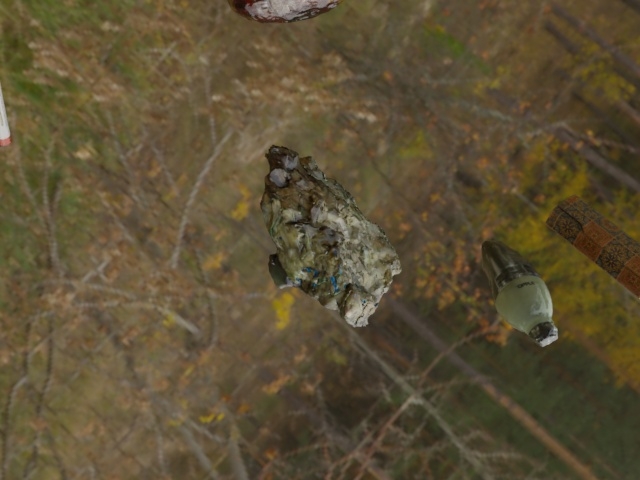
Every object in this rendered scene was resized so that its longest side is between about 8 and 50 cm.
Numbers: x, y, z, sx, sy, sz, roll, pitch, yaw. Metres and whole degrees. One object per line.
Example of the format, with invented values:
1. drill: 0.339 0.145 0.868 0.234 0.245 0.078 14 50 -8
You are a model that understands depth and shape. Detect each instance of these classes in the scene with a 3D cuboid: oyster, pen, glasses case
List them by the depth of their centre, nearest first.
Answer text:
1. oyster: 0.006 -0.006 1.224 0.092 0.198 0.259 -34 -143 34
2. pen: -0.491 -0.232 1.538 0.026 0.026 0.218 -41 148 -37
3. glasses case: 0.512 0.007 1.833 0.075 0.218 0.049 -25 146 -37

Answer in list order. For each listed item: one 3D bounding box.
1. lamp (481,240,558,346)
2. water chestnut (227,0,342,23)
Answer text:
1. lamp: 0.352 0.088 1.843 0.101 0.250 0.101 -15 141 -12
2. water chestnut: -0.054 -0.473 1.598 0.289 0.244 0.289 -172 -90 -71
